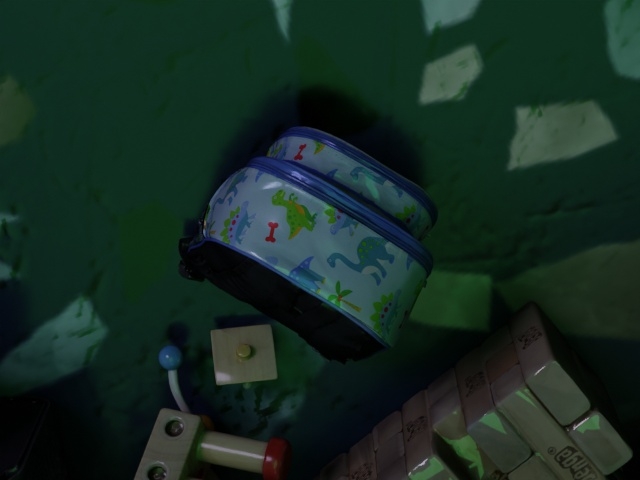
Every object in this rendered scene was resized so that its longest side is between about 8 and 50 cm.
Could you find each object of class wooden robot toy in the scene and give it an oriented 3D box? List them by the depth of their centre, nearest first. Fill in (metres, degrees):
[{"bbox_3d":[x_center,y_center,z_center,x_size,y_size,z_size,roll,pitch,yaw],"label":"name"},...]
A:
[{"bbox_3d":[-0.058,0.126,0.811,0.076,0.079,0.173,16,62,9],"label":"wooden robot toy"}]

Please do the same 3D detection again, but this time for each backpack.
[{"bbox_3d":[0.000,0.000,0.761,0.105,0.114,0.084,31,83,-6],"label":"backpack"}]

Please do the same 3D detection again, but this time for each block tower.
[{"bbox_3d":[0.001,0.176,0.818,0.335,0.097,0.091,-39,100,10],"label":"block tower"}]

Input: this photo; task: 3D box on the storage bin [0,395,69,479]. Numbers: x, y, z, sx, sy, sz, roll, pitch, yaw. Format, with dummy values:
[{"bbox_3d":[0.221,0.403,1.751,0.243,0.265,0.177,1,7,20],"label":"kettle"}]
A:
[{"bbox_3d":[-0.209,0.142,0.793,0.180,0.122,0.084,-10,105,2],"label":"storage bin"}]
